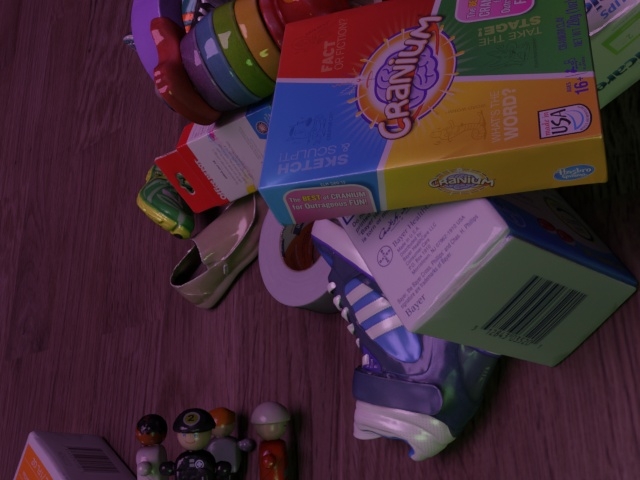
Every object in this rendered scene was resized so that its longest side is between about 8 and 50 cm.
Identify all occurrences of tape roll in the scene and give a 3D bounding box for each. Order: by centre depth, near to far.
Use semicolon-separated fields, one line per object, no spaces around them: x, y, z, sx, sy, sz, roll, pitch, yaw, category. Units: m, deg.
0.000;0.000;1.261;0.219;0.072;0.219;-20;62;44;tape roll
-0.192;-0.366;1.447;0.090;0.274;0.275;-17;65;45;tape roll

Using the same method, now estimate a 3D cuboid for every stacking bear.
-0.091;-0.304;1.237;0.289;0.164;0.175;-25;53;18;stacking bear

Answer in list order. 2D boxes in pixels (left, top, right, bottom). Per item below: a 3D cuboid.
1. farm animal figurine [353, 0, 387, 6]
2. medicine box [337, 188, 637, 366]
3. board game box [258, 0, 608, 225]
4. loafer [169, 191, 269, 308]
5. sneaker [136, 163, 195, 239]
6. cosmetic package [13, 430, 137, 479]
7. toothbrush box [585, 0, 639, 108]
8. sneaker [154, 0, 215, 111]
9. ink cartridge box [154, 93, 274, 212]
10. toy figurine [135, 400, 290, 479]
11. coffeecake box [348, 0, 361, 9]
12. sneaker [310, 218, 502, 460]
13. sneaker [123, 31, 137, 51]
0.182;-0.352;0.925;0.330;0.172;0.327;55;136;48;farm animal figurine
0.165;-0.023;0.935;0.149;0.263;0.289;-50;46;23;medicine box
0.107;-0.146;0.815;0.316;0.064;0.242;-8;53;19;board game box
-0.174;0.009;1.438;0.268;0.092;0.102;-57;43;18;loafer
-0.267;-0.104;1.529;0.123;0.109;0.295;-45;27;15;sneaker
-0.518;0.622;1.563;0.230;0.161;0.453;24;96;50;cosmetic package
0.291;-0.305;1.002;0.206;0.122;0.283;-40;51;33;toothbrush box
-0.238;-0.399;1.649;0.121;0.108;0.302;39;114;47;sneaker
-0.142;-0.147;1.363;0.231;0.134;0.078;-20;34;22;ink cartridge box
-0.165;0.317;1.232;0.209;0.213;0.148;-11;81;51;toy figurine
0.078;-0.349;1.255;0.185;0.068;0.142;-29;58;40;coffeecake box
0.065;0.135;1.065;0.322;0.130;0.236;35;103;30;sneaker
-0.392;-0.480;1.890;0.166;0.065;0.076;3;63;46;sneaker
